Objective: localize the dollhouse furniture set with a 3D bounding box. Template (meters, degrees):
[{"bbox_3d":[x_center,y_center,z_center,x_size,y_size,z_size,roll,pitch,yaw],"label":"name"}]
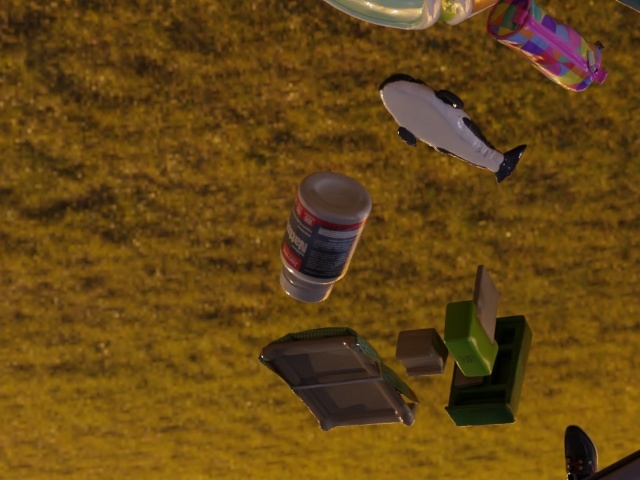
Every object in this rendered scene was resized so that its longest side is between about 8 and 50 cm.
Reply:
[{"bbox_3d":[0.102,0.138,1.367,0.302,0.151,0.197,-10,133,29],"label":"dollhouse furniture set"}]

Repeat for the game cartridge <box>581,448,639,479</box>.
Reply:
[{"bbox_3d":[0.434,0.390,1.313,0.355,0.230,0.068,-35,-179,21],"label":"game cartridge"}]

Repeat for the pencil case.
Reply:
[{"bbox_3d":[0.394,-0.343,1.765,0.236,0.104,0.104,22,147,-36],"label":"pencil case"}]

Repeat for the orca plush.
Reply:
[{"bbox_3d":[0.242,-0.230,1.854,0.287,0.102,0.151,23,140,0],"label":"orca plush"}]

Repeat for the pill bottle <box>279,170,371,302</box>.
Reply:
[{"bbox_3d":[0.000,0.000,1.480,0.108,0.108,0.180,1,131,-21],"label":"pill bottle"}]

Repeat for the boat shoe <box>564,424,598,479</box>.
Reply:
[{"bbox_3d":[0.416,0.359,1.628,0.049,0.133,0.042,-6,-165,36],"label":"boat shoe"}]

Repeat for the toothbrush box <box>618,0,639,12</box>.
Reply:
[{"bbox_3d":[0.448,-0.372,1.194,0.296,0.126,0.216,18,142,-28],"label":"toothbrush box"}]

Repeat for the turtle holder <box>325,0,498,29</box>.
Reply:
[{"bbox_3d":[0.050,-0.307,0.750,0.243,0.320,0.227,-26,-160,7],"label":"turtle holder"}]
